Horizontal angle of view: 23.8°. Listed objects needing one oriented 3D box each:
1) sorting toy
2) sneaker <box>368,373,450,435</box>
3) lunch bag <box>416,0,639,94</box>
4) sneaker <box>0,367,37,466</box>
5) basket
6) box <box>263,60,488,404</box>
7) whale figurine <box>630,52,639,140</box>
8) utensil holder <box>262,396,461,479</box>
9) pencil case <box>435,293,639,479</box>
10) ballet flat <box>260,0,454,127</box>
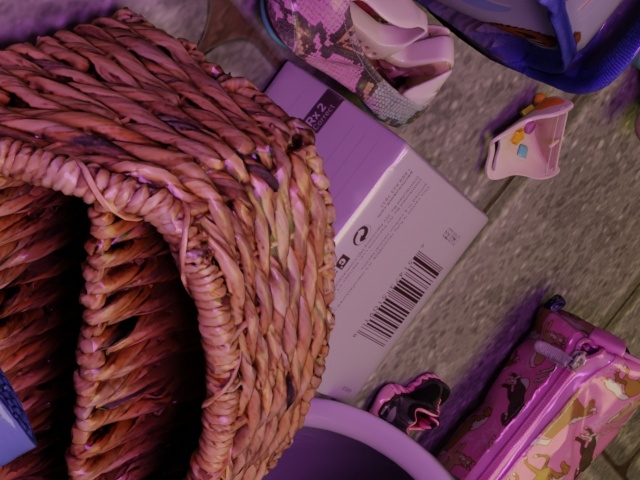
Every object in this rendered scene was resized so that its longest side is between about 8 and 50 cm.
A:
[{"bbox_3d":[0.176,-0.086,1.335,0.075,0.045,0.083,-28,145,-25],"label":"sorting toy"},{"bbox_3d":[0.098,0.165,1.486,0.119,0.057,0.047,-9,128,-54],"label":"sneaker"},{"bbox_3d":[0.164,-0.276,0.908,0.328,0.239,0.385,-55,168,3],"label":"lunch bag"},{"bbox_3d":[-0.236,0.035,0.721,0.090,0.081,0.232,-39,107,-3],"label":"sneaker"},{"bbox_3d":[-0.139,0.059,0.842,0.223,0.213,0.299,-26,142,-41],"label":"basket"},{"bbox_3d":[0.000,0.000,1.082,0.181,0.119,0.182,-54,151,2],"label":"box"},{"bbox_3d":[0.382,-0.171,1.435,0.216,0.141,0.272,-57,152,9],"label":"whale figurine"},{"bbox_3d":[0.020,0.315,1.235,0.327,0.327,0.385,-52,158,-1],"label":"utensil holder"},{"bbox_3d":[0.188,0.249,1.613,0.167,0.160,0.386,40,88,-29],"label":"pencil case"},{"bbox_3d":[0.043,-0.132,1.029,0.079,0.077,0.221,-14,160,25],"label":"ballet flat"}]
